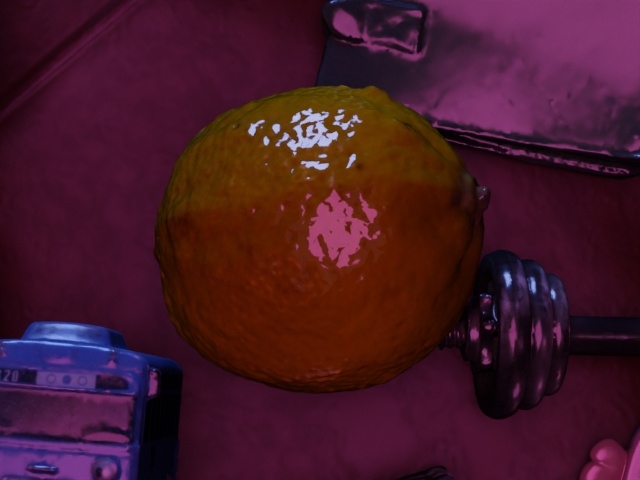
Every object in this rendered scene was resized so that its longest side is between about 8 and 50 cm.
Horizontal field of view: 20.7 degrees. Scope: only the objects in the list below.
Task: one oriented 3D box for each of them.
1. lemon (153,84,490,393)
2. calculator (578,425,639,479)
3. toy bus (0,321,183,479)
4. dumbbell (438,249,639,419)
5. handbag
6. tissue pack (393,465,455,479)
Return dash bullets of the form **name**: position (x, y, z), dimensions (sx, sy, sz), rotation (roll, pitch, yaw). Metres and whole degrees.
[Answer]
- **lemon**: position (0.000, 0.000, 1.096), dimensions (0.231, 0.192, 0.192), rotation (-10, 86, 25)
- **calculator**: position (0.254, 0.169, 1.170), dimensions (0.166, 0.024, 0.103), rotation (14, 87, 0)
- **toy bus**: position (-0.149, 0.120, 1.076), dimensions (0.116, 0.234, 0.134), rotation (5, 84, 1)
- **dumbbell**: position (0.202, 0.062, 1.143), dimensions (0.254, 0.110, 0.110), rotation (1, 87, -5)
- **handbag**: position (0.130, -0.181, 1.165), dimensions (0.260, 0.079, 0.247), rotation (11, 89, 4)
- **tissue pack**: position (-0.031, 0.299, 1.127), dimensions (0.315, 0.103, 0.228), rotation (-17, 85, -1)
